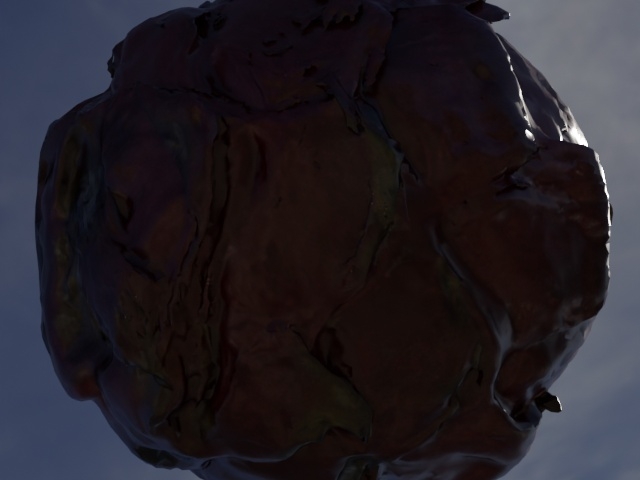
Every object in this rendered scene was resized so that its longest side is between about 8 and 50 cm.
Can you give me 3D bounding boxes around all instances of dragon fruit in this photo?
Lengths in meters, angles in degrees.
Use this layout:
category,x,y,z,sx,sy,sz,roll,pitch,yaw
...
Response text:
category,x,y,z,sx,sy,sz,roll,pitch,yaw
dragon fruit,-0.002,0.000,1.059,0.329,0.329,0.329,-12,-46,-12
